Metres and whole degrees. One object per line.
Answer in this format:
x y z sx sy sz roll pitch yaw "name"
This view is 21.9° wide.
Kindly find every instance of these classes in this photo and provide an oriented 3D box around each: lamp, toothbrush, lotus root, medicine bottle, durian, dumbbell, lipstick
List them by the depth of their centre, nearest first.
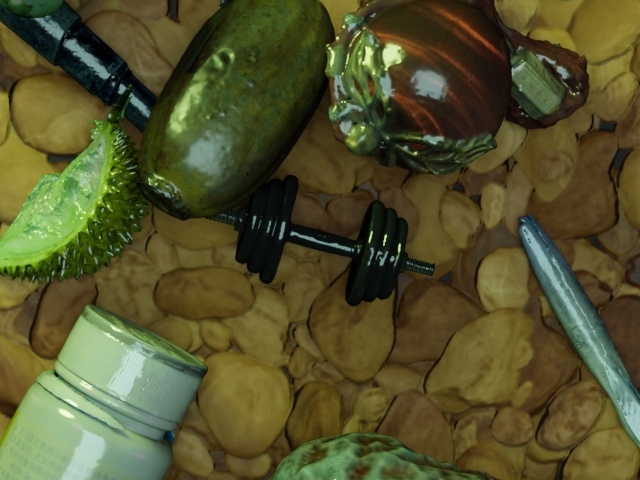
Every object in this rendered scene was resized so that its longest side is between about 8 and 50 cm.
-0.070 -0.119 1.424 0.123 0.124 0.241 32 70 -11 "lotus root"
0.114 -0.136 1.427 0.223 0.151 0.215 -45 110 -5 "lamp"
-0.208 0.196 1.433 0.143 0.143 0.258 29 91 -5 "medicine bottle"
-0.209 -0.032 1.451 0.100 0.086 0.215 46 103 11 "durian"
0.000 0.000 1.463 0.209 0.099 0.099 15 91 -5 "dumbbell"
-0.187 -0.141 1.473 0.234 0.053 0.053 43 89 -10 "lipstick"
0.288 0.155 1.525 0.035 0.042 0.413 -31 92 -2 "toothbrush"

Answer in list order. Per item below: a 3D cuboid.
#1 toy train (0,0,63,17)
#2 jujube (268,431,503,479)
-0.248 -0.323 1.364 0.145 0.202 0.266 -7 64 -2 "toy train"
0.100 0.286 1.425 0.317 0.226 0.226 16 91 -10 "jujube"
